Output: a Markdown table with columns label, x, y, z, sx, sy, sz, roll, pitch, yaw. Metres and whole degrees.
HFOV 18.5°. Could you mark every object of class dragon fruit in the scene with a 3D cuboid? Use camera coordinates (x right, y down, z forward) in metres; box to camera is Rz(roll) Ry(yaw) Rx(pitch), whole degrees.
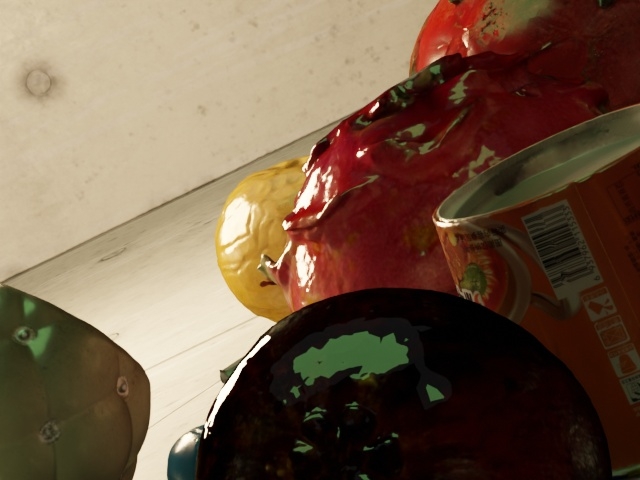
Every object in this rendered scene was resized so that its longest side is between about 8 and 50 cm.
| label | x | y | z | sx | sy | sz | roll | pitch | yaw |
| --- | --- | --- | --- | --- | --- | --- | --- | --- | --- |
| dragon fruit | 0.108 | -0.015 | 1.668 | 0.386 | 0.249 | 0.371 | -31 | 7 | 20 |
| dragon fruit | 0.244 | -0.178 | 2.092 | 0.302 | 0.295 | 0.295 | -44 | 17 | -22 |

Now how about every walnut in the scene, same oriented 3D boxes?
| label | x | y | z | sx | sy | sz | roll | pitch | yaw |
| --- | --- | --- | --- | --- | --- | --- | --- | --- | --- |
| walnut | 0.000 | 0.000 | 2.074 | 0.226 | 0.193 | 0.193 | -11 | 15 | 21 |

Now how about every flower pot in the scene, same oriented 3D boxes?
| label | x | y | z | sx | sy | sz | roll | pitch | yaw |
| --- | --- | --- | --- | --- | --- | --- | --- | --- | --- |
| flower pot | -0.274 | 0.161 | 1.735 | 0.246 | 0.246 | 0.195 | -8 | 52 | 60 |

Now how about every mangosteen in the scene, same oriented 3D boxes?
| label | x | y | z | sx | sy | sz | roll | pitch | yaw |
| --- | --- | --- | --- | --- | --- | --- | --- | --- | --- |
| mangosteen | 0.058 | 0.146 | 1.132 | 0.235 | 0.235 | 0.261 | -23 | -23 | 16 |

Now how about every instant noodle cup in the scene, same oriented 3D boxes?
| label | x | y | z | sx | sy | sz | roll | pitch | yaw |
| --- | --- | --- | --- | --- | --- | --- | --- | --- | --- |
| instant noodle cup | 0.205 | 0.028 | 1.360 | 0.250 | 0.192 | 0.250 | -25 | 11 | 5 |

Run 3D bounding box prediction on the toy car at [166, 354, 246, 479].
| label | x | y | z | sx | sy | sz | roll | pitch | yaw |
| --- | --- | --- | --- | --- | --- | --- | --- | --- | --- |
| toy car | -0.008 | 0.144 | 1.390 | 0.198 | 0.166 | 0.314 | -26 | 9 | -21 |
